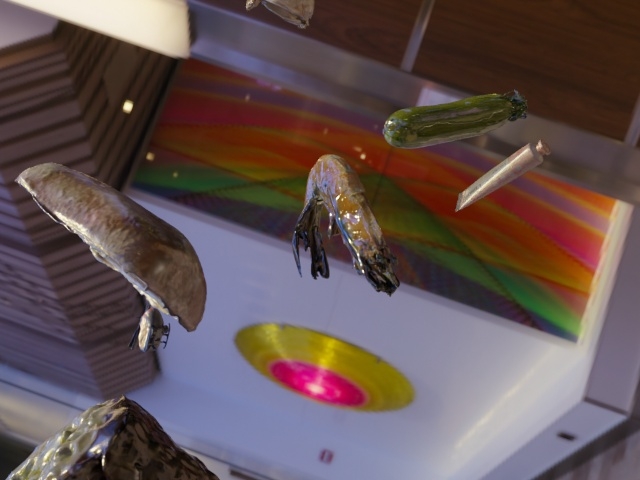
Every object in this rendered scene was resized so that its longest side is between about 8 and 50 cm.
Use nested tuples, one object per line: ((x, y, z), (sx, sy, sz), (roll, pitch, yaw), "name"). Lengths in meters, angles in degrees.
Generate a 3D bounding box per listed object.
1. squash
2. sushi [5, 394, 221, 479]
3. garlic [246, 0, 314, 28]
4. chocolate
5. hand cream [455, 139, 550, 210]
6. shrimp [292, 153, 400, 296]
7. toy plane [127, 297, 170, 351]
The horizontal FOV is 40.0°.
((0.160, -0.144, 1.045), (0.052, 0.183, 0.052), (166, 90, -78), "squash")
((-0.302, 0.408, 1.303), (0.299, 0.294, 0.281), (-39, 12, 19), "sushi")
((-0.045, -0.341, 1.226), (0.074, 0.094, 0.113), (-53, 17, 28), "garlic")
((-0.267, -0.008, 1.166), (0.100, 0.303, 0.185), (-53, -37, -10), "chocolate")
((0.340, -0.124, 1.665), (0.210, 0.043, 0.067), (-34, 20, 32), "hand cream")
((0.021, 0.003, 1.029), (0.219, 0.046, 0.152), (62, 139, 38), "shrimp")
((-0.265, 0.123, 1.385), (0.037, 0.060, 0.145), (-4, -61, -42), "toy plane")
